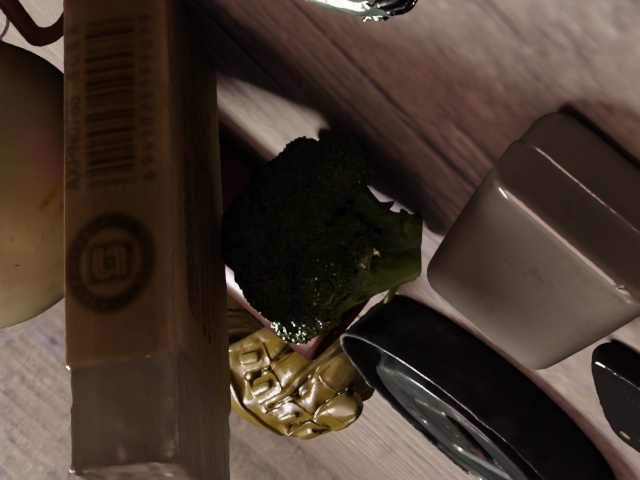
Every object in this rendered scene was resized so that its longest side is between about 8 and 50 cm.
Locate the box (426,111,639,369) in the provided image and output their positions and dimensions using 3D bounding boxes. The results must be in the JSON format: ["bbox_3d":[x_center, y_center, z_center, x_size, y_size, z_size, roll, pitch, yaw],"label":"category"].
[{"bbox_3d":[0.122,0.010,0.734,0.103,0.055,0.243,40,169,5],"label":"box"}]

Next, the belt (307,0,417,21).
[{"bbox_3d":[0.006,-0.144,0.558,0.105,0.058,0.140,42,166,-29],"label":"belt"}]

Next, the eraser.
[{"bbox_3d":[-0.113,0.002,0.895,0.144,0.078,0.343,65,-162,-63],"label":"eraser"}]

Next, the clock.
[{"bbox_3d":[0.139,0.158,1.206,0.281,0.055,0.280,40,168,10],"label":"clock"}]

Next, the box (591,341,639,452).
[{"bbox_3d":[0.230,0.126,0.869,0.125,0.027,0.126,34,165,36],"label":"box"}]

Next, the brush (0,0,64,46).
[{"bbox_3d":[-0.224,-0.212,0.949,0.047,0.103,0.233,31,166,28],"label":"brush"}]

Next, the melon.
[{"bbox_3d":[-0.270,-0.040,1.034,0.223,0.223,0.317,44,168,-10],"label":"melon"}]

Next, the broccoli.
[{"bbox_3d":[0.000,0.000,0.918,0.138,0.145,0.162,4,-176,-4],"label":"broccoli"}]

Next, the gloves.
[{"bbox_3d":[-0.061,0.151,1.611,0.331,0.141,0.154,26,159,52],"label":"gloves"}]

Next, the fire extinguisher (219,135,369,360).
[{"bbox_3d":[-0.118,-0.029,1.165,0.344,0.138,0.102,39,-176,10],"label":"fire extinguisher"}]

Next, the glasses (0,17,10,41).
[{"bbox_3d":[-0.384,-0.253,1.408,0.140,0.062,0.104,47,169,-17],"label":"glasses"}]
